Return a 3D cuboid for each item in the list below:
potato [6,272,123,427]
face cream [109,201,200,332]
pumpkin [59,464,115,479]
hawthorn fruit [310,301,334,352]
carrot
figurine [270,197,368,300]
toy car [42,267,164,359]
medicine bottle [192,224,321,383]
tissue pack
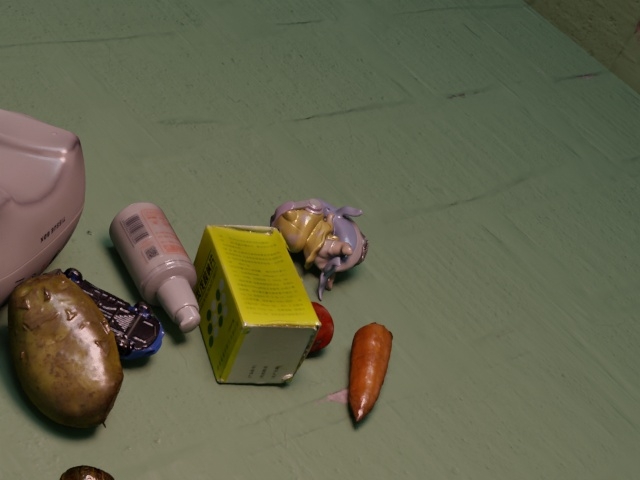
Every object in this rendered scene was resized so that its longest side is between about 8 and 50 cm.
[{"bbox_3d":[-0.368,0.161,1.882,0.149,0.113,0.251,-28,75,-10],"label":"potato"},{"bbox_3d":[-0.256,0.053,2.131,0.101,0.101,0.252,-2,43,-35],"label":"face cream"},{"bbox_3d":[-0.312,0.328,1.788,0.083,0.028,0.050,16,33,-22],"label":"pumpkin"},{"bbox_3d":[-0.019,0.144,2.183,0.093,0.093,0.093,18,35,-13],"label":"hawthorn fruit"},{"bbox_3d":[0.074,0.224,2.150,0.072,0.072,0.205,23,36,-5],"label":"carrot"},{"bbox_3d":[0.000,0.000,2.354,0.184,0.128,0.208,12,40,-16],"label":"figurine"},{"bbox_3d":[-0.345,0.121,2.011,0.216,0.063,0.103,27,40,0],"label":"toy car"},{"bbox_3d":[-0.115,0.102,2.122,0.141,0.137,0.250,1,41,-25],"label":"medicine bottle"},{"bbox_3d":[-0.508,-0.034,1.975,0.229,0.236,0.333,20,32,11],"label":"tissue pack"}]
